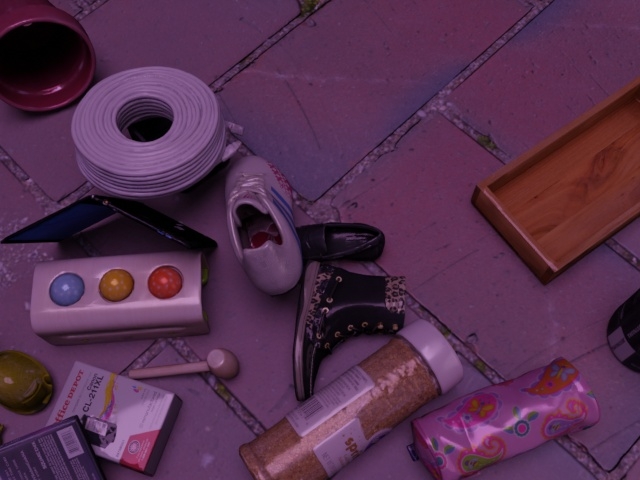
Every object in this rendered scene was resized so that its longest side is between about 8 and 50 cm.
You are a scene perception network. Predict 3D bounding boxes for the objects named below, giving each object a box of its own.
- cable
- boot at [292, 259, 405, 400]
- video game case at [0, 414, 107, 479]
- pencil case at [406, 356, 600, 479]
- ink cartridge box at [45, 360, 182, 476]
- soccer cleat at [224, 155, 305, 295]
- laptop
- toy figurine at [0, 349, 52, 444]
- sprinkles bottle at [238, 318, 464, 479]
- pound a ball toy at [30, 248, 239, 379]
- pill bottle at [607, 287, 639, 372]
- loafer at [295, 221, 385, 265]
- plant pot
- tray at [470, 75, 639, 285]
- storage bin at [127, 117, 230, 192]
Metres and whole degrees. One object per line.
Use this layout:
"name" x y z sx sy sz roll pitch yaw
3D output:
"cable" -0.291 -0.185 1.257 0.257 0.089 0.257 32 62 17
"boot" 0.048 0.151 1.213 0.178 0.085 0.236 6 68 1
"video game case" -0.453 0.397 1.090 0.274 0.026 0.196 -21 102 -7
"pencil case" 0.277 0.282 1.134 0.284 0.124 0.124 -21 67 -8
"ink cartridge box" -0.327 0.281 1.168 0.175 0.072 0.127 16 68 8
"soccer cleat" -0.104 -0.059 1.232 0.116 0.143 0.331 -26 47 4
"laptop" -0.332 0.003 1.215 0.264 0.234 0.137 27 92 1
"toy figurine" -0.623 0.169 1.147 0.362 0.217 0.191 32 71 15
"sprinkles bottle" 0.050 0.266 1.142 0.355 0.121 0.121 -33 70 -12
"pound a ball toy" -0.298 0.123 1.204 0.319 0.136 0.208 -4 66 0
"pill bottle" 0.541 0.115 1.129 0.130 0.246 0.130 -1 66 1
"loafer" 0.000 0.000 1.281 0.223 0.078 0.076 -2 66 2
"plant pot" -0.551 -0.377 1.413 0.201 0.201 0.180 -26 52 -10
"tray" 0.497 -0.117 1.328 0.411 0.076 0.203 -33 69 -13
"storage bin" -0.267 -0.193 1.371 0.122 0.084 0.180 -39 70 -14
